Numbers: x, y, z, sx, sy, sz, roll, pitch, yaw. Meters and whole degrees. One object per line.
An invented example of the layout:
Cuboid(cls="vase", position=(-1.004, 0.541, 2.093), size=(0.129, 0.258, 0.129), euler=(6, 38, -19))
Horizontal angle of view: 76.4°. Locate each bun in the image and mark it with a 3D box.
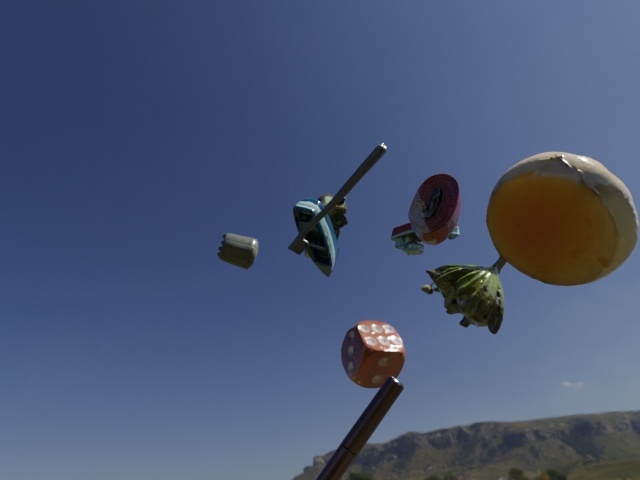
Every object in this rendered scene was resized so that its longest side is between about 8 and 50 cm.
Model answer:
Cuboid(cls="bun", position=(0.522, -0.057, 0.879), size=(0.165, 0.299, 0.298), euler=(-30, -22, -29))

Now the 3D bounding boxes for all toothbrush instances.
Cuboid(cls="toothbrush", position=(0.036, -0.086, 0.853), size=(0.031, 0.030, 0.297), euler=(39, -83, -17))

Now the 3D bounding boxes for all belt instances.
Cuboid(cls="belt", position=(0.347, -0.087, 1.219), size=(0.128, 0.200, 0.124), euler=(19, -15, 28))

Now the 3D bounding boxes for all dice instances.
Cuboid(cls="dice", position=(0.188, 0.404, 1.451), size=(0.175, 0.174, 0.179), euler=(12, -63, -21))

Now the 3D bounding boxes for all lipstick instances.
Cuboid(cls="lipstick", position=(0.111, 0.535, 1.127), size=(0.356, 0.057, 0.057), euler=(-53, -40, -6))

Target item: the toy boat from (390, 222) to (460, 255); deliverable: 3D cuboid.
Cuboid(cls="toy boat", position=(0.466, -0.014, 1.785), size=(0.145, 0.133, 0.332), euler=(17, -21, -35))

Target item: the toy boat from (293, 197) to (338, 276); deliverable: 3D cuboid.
Cuboid(cls="toy boat", position=(0.000, 0.000, 1.200), size=(0.096, 0.061, 0.299), euler=(14, -37, 30))

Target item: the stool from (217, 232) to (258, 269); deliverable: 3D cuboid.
Cuboid(cls="stool", position=(-0.239, 0.029, 1.184), size=(0.110, 0.096, 0.096), euler=(18, -38, -10))

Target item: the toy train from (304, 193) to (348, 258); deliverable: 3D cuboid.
Cuboid(cls="toy train", position=(0.022, -0.058, 1.768), size=(0.160, 0.129, 0.326), euler=(9, -58, -11))

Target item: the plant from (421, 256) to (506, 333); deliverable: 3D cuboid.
Cuboid(cls="plant", position=(0.466, 0.089, 1.106), size=(0.333, 0.251, 0.180), euler=(-45, -6, 5))
